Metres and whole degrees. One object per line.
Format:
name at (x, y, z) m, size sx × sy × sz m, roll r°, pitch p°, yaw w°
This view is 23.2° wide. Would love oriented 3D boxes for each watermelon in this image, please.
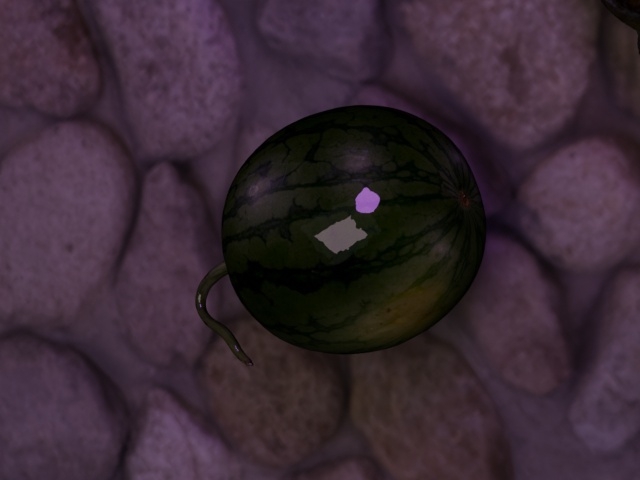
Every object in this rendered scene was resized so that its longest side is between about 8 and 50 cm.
watermelon at (0.000, 0.000, 0.880) m, size 0.187 × 0.141 × 0.140 m, roll -17°, pitch 90°, yaw 26°

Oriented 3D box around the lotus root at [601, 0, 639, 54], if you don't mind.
lotus root at (0.185, -0.174, 0.818) m, size 0.113 × 0.088 × 0.192 m, roll -2°, pitch 96°, yaw 37°
